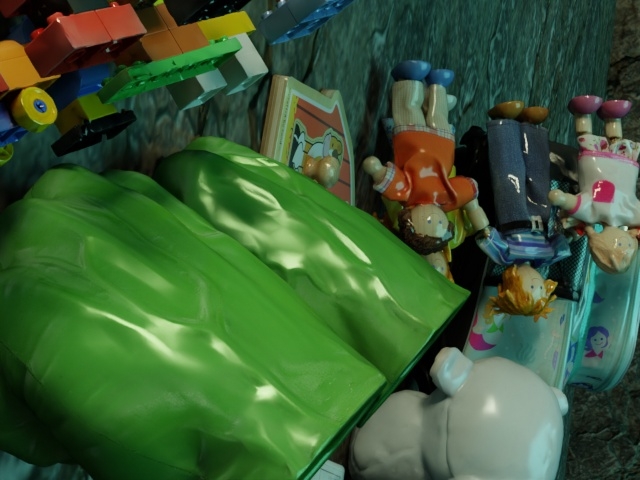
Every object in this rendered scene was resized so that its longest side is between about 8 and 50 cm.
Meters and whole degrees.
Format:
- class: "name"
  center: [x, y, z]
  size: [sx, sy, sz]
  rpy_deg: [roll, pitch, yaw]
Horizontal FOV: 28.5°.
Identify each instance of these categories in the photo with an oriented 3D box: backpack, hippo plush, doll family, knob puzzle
- class: "backpack"
  center: [0.176, 0.053, 1.111]
  size: [0.225, 0.191, 0.254]
  rpy_deg: [121, -15, -82]
- class: "hippo plush"
  center: [0.095, 0.197, 0.902]
  size: [0.234, 0.294, 0.237]
  rpy_deg: [17, 60, -42]
- class: "doll family"
  center: [0.131, -0.026, 0.959]
  size: [0.118, 0.263, 0.163]
  rpy_deg: [154, -62, -61]
- class: "knob puzzle"
  center: [0.000, 0.000, 0.793]
  size: [0.213, 0.030, 0.213]
  rpy_deg: [8, 90, -73]

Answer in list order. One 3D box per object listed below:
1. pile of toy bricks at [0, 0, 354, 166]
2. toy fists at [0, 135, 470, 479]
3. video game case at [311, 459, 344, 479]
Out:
- class: "pile of toy bricks"
  center: [-0.076, -0.100, 0.421]
  size: [0.105, 0.118, 0.212]
  rpy_deg: [59, 34, 1]
- class: "toy fists"
  center: [-0.039, 0.029, 0.506]
  size: [0.096, 0.142, 0.279]
  rpy_deg: [-53, 171, 20]
- class: "video game case"
  center: [-0.051, 0.214, 0.714]
  size: [0.232, 0.041, 0.210]
  rpy_deg: [46, 54, -68]
